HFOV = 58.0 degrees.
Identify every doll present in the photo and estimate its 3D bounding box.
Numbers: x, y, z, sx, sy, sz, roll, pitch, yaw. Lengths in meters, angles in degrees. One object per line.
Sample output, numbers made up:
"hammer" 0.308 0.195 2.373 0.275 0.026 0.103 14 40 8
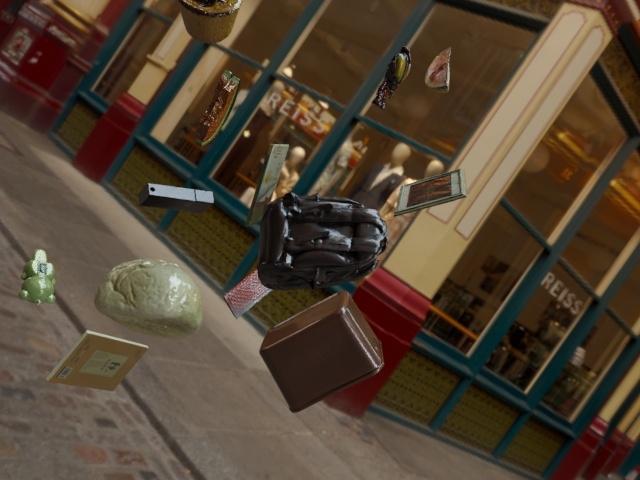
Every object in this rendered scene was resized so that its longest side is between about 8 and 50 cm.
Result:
"doll" 0.285 -0.632 2.252 0.088 0.249 0.127 27 10 -4

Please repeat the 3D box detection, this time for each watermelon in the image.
"watermelon" 0.373 -0.498 1.756 0.069 0.163 0.087 32 -33 -32

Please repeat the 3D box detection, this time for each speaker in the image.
"speaker" -0.447 -0.130 1.801 0.218 0.082 0.044 6 64 -41

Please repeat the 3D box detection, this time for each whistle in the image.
"whistle" -0.891 0.115 1.822 0.105 0.085 0.227 16 36 -36

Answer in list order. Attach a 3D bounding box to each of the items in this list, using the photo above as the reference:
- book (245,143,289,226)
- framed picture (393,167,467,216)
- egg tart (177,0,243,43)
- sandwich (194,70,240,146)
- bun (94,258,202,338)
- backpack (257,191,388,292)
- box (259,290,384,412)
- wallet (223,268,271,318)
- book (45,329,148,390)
"book" -0.185 -0.194 1.987 0.026 0.290 0.201 21 12 8
"framed picture" 0.355 -0.161 1.865 0.293 0.231 0.018 -64 136 -65
"egg tart" -0.354 -0.745 1.854 0.215 0.215 0.171 35 -30 11
"sandwich" -0.180 -0.222 0.995 0.029 0.135 0.067 30 1 4
"bun" -0.544 0.179 1.898 0.348 0.227 0.352 21 -25 -19
"backpack" 0.000 0.000 1.096 0.258 0.206 0.133 -2 -28 8
"box" 0.000 0.346 1.864 0.229 0.339 0.239 60 10 -9
"wallet" -0.262 0.189 2.121 0.020 0.196 0.103 -3 -59 53
"book" -0.424 0.235 1.113 0.012 0.118 0.172 40 0 30
